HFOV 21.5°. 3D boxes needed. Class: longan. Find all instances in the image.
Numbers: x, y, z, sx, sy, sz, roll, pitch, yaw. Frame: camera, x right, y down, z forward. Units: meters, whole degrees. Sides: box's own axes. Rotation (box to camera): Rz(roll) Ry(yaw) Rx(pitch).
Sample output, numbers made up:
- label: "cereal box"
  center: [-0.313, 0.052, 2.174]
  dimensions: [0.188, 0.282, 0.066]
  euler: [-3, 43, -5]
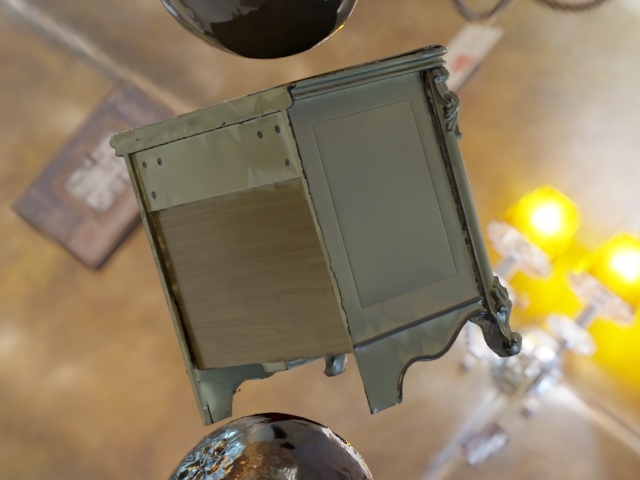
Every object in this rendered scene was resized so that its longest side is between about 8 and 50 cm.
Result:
- label: "longan"
  center: [-0.066, -0.292, 1.664]
  dimensions: [0.246, 0.246, 0.215]
  euler: [34, 24, 25]

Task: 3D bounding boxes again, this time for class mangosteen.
- label: "mangosteen"
  center: [-0.027, 0.182, 1.021]
  dimensions: [0.152, 0.152, 0.152]
  euler: [38, -14, 11]

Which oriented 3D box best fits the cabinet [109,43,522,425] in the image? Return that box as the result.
- label: "cabinet"
  center: [0.000, 0.000, 1.679]
  dimensions: [0.290, 0.227, 0.318]
  euler: [-12, -84, 47]
